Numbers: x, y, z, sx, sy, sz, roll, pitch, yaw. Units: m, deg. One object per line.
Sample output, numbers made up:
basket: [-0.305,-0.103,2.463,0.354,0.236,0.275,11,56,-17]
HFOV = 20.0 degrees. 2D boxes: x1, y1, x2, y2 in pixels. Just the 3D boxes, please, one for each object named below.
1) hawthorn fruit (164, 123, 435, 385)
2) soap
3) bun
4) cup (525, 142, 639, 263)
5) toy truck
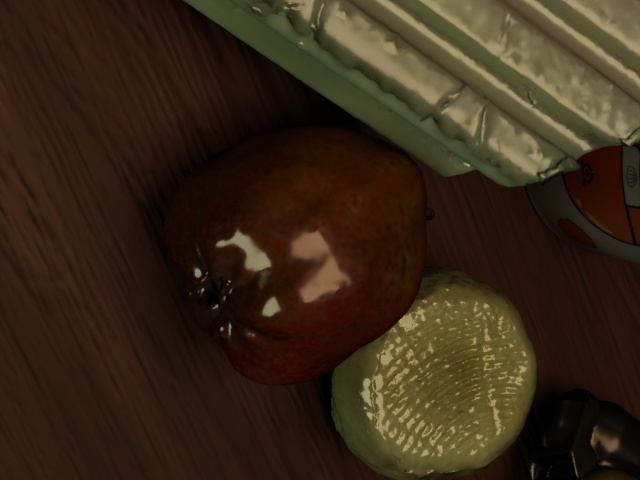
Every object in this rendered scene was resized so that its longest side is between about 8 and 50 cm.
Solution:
hawthorn fruit: [0.000,0.000,1.515,0.248,0.208,0.208,-26,109,-35]
soap: [0.091,-0.217,1.438,0.446,0.156,0.261,32,79,-16]
bun: [0.091,0.120,1.610,0.195,0.118,0.196,-2,94,-30]
cup: [0.350,-0.071,1.595,0.212,0.317,0.212,-4,99,-26]
toy truck: [0.295,0.246,1.728,0.224,0.147,0.165,24,65,-30]
